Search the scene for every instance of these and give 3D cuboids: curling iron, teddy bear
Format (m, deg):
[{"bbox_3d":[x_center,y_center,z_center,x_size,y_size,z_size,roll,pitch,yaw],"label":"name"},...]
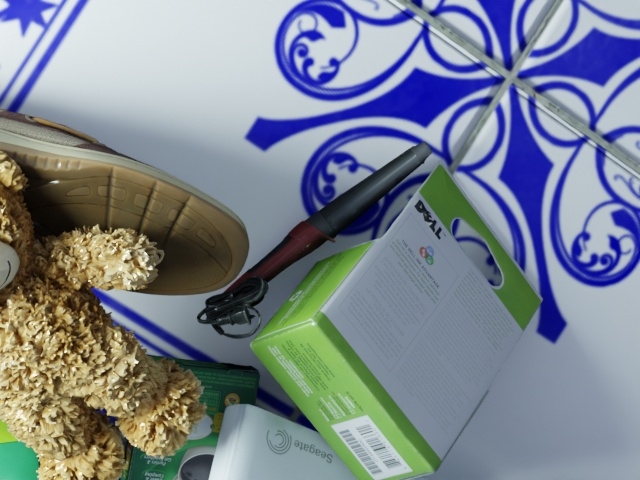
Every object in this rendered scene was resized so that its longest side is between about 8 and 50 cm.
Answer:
[{"bbox_3d":[0.000,0.000,1.844,0.274,0.068,0.035,-39,126,-11],"label":"curling iron"},{"bbox_3d":[-0.239,0.087,1.684,0.245,0.113,0.338,-11,122,7],"label":"teddy bear"}]

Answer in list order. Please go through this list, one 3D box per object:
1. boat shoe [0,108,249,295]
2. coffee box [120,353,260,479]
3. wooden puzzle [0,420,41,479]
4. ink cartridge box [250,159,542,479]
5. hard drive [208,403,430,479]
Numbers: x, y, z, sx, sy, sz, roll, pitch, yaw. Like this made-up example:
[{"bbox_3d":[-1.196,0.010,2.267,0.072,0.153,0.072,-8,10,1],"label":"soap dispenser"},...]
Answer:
[{"bbox_3d":[-0.224,-0.055,1.732,0.342,0.123,0.123,15,122,-8],"label":"boat shoe"},{"bbox_3d":[-0.127,0.203,1.845,0.113,0.040,0.184,7,96,-19],"label":"coffee box"},{"bbox_3d":[-0.330,0.226,1.787,0.221,0.044,0.239,41,86,-18],"label":"wooden puzzle"},{"bbox_3d":[0.080,0.078,1.866,0.189,0.097,0.255,52,48,-15],"label":"ink cartridge box"},{"bbox_3d":[-0.024,0.353,1.800,0.233,0.047,0.353,26,65,-31],"label":"hard drive"}]
